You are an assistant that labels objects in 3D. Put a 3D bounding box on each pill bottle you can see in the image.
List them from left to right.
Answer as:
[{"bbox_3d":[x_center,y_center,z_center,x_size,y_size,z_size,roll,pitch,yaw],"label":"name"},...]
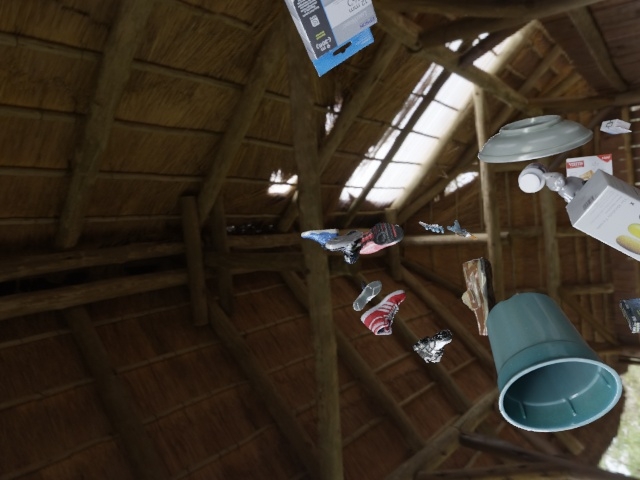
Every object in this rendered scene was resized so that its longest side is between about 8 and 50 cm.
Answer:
[{"bbox_3d":[0.922,-0.269,1.968,0.180,0.108,0.107,-33,-65,-51],"label":"pill bottle"}]

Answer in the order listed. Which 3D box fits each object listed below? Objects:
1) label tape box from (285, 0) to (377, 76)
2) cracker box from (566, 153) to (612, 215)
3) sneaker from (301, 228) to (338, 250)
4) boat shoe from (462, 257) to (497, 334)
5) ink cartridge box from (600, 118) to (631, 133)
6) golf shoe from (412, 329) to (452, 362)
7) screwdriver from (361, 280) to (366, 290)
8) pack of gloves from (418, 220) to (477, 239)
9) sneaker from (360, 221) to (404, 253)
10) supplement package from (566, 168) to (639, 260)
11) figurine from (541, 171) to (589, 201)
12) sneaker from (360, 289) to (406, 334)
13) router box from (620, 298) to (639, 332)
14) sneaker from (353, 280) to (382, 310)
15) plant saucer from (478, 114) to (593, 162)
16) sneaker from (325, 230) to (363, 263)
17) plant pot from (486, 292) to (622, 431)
[{"bbox_3d":[0.051,-0.744,1.527,0.249,0.115,0.347,-32,-43,1],"label":"label tape box"},{"bbox_3d":[1.072,-0.217,1.808,0.067,0.156,0.232,-4,-89,-62],"label":"cracker box"},{"bbox_3d":[0.000,0.000,1.857,0.058,0.152,0.084,149,117,-85],"label":"sneaker"},{"bbox_3d":[0.672,0.238,1.934,0.123,0.120,0.323,11,-105,-52],"label":"boat shoe"},{"bbox_3d":[0.923,-0.354,1.412,0.083,0.048,0.028,-111,38,-81],"label":"ink cartridge box"},{"bbox_3d":[0.421,0.383,1.630,0.077,0.198,0.093,-25,-102,-30],"label":"golf shoe"},{"bbox_3d":[0.200,0.233,2.060,0.024,0.025,0.170,-60,9,22],"label":"screwdriver"},{"bbox_3d":[0.512,-0.060,1.831,0.232,0.195,0.046,-60,-19,-80],"label":"pack of gloves"},{"bbox_3d":[0.281,-0.006,2.244,0.136,0.314,0.115,15,-117,-52],"label":"sneaker"},{"bbox_3d":[0.807,-0.058,1.192,0.139,0.244,0.134,-65,-5,34],"label":"supplement package"},{"bbox_3d":[0.848,-0.170,1.467,0.210,0.215,0.092,11,-80,-41],"label":"figurine"},{"bbox_3d":[0.156,0.164,1.013,0.118,0.067,0.042,-36,-44,-5],"label":"sneaker"},{"bbox_3d":[0.924,0.212,1.295,0.122,0.092,0.038,-57,-44,-59],"label":"router box"},{"bbox_3d":[0.190,0.221,1.861,0.054,0.152,0.061,45,-177,3],"label":"sneaker"},{"bbox_3d":[0.801,-0.400,1.725,0.400,0.401,0.100,-35,-65,-45],"label":"plant saucer"},{"bbox_3d":[0.101,0.042,1.792,0.217,0.079,0.121,-21,-63,-49],"label":"sneaker"},{"bbox_3d":[0.704,0.367,1.462,0.334,0.341,0.341,-87,-27,-55],"label":"plant pot"}]
